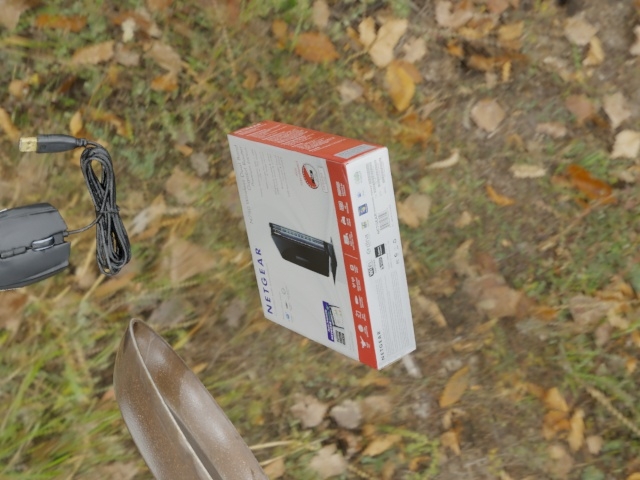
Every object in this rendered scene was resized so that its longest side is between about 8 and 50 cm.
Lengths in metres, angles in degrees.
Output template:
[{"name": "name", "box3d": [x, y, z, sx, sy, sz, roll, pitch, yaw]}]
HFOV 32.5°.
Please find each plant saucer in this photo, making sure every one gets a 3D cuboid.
[{"name": "plant saucer", "box3d": [-0.098, 0.209, 0.987, 0.050, 0.310, 0.310, -34, 87, -3]}]

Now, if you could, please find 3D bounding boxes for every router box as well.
[{"name": "router box", "box3d": [0.000, 0.000, 1.704, 0.082, 0.301, 0.335, -25, 116, -32]}]

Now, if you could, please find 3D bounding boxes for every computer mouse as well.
[{"name": "computer mouse", "box3d": [-0.353, -0.028, 1.287, 0.262, 0.060, 0.184, -7, 103, -20]}]
